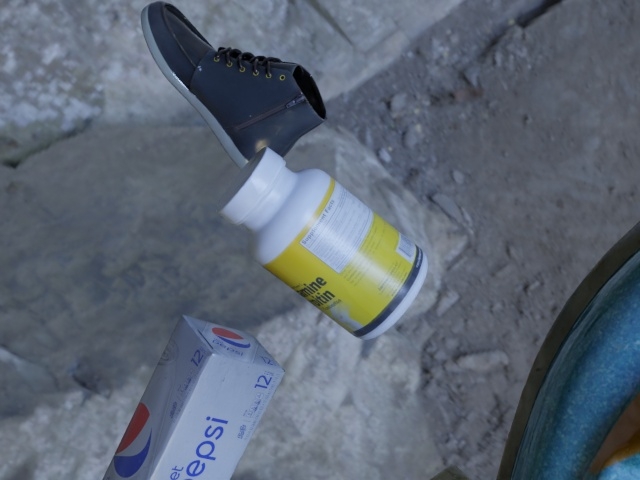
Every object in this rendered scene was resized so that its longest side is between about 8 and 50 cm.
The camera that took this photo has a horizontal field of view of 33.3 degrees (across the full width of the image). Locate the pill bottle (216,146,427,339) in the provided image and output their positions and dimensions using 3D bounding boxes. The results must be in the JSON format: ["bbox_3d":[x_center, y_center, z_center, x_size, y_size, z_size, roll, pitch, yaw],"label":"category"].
[{"bbox_3d":[0.000,0.000,0.971,0.103,0.184,0.103,-49,14,16],"label":"pill bottle"}]

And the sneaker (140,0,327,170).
[{"bbox_3d":[-0.091,-0.190,1.165,0.118,0.222,0.083,-34,9,27],"label":"sneaker"}]

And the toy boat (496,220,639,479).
[{"bbox_3d":[0.193,0.103,0.277,0.318,0.148,0.268,14,90,28],"label":"toy boat"}]

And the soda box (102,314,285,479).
[{"bbox_3d":[-0.154,0.230,1.153,0.091,0.098,0.286,41,108,53],"label":"soda box"}]

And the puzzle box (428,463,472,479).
[{"bbox_3d":[0.092,0.344,0.557,0.272,0.052,0.409,39,132,28],"label":"puzzle box"}]
